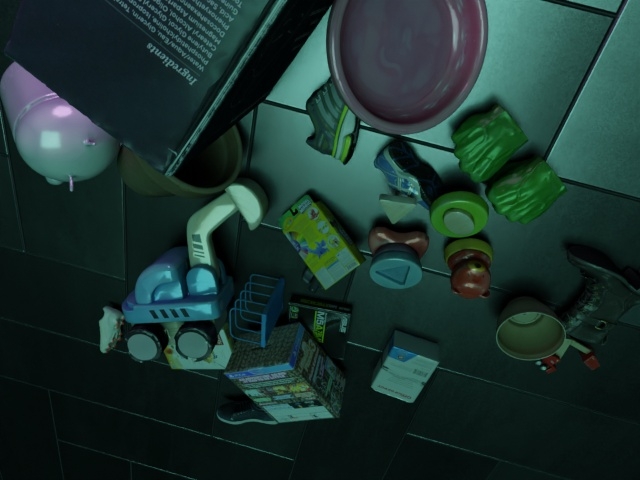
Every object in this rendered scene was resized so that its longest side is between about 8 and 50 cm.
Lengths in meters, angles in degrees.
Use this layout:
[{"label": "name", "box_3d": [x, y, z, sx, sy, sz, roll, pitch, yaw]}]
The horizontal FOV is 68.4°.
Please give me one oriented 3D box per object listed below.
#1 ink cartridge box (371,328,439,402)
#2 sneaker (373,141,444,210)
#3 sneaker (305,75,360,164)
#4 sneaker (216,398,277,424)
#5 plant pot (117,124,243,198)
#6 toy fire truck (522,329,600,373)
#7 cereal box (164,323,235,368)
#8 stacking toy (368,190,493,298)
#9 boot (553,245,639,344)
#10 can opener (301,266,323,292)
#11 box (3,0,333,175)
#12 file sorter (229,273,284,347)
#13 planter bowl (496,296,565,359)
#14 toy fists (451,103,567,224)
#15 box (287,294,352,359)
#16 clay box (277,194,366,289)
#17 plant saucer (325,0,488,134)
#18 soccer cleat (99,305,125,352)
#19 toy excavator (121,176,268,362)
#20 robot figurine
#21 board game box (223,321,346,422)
[{"label": "ink cartridge box", "box_3d": [0.248, 0.374, 1.397, 0.140, 0.082, 0.190, 20, 124, 0]}, {"label": "sneaker", "box_3d": [0.212, -0.142, 1.105, 0.211, 0.080, 0.081, 45, 146, -19]}, {"label": "sneaker", "box_3d": [0.031, -0.312, 1.010, 0.121, 0.111, 0.299, 14, 121, 8]}, {"label": "sneaker", "box_3d": [-0.245, 0.550, 1.593, 0.226, 0.086, 0.163, 0, 132, 0]}, {"label": "plant pot", "box_3d": [-0.352, -0.201, 1.089, 0.229, 0.263, 0.263, -17, 117, 39]}, {"label": "toy fire truck", "box_3d": [0.649, 0.299, 1.291, 0.192, 0.047, 0.135, 43, 119, -14]}, {"label": "cereal box", "box_3d": [-0.395, 0.344, 1.529, 0.240, 0.047, 0.173, -4, 120, 14]}, {"label": "stacking toy", "box_3d": [0.259, 0.027, 1.109, 0.309, 0.130, 0.279, 1, 140, 12]}, {"label": "boot", "box_3d": [0.666, 0.151, 1.172, 0.263, 0.091, 0.229, 27, 123, -6]}, {"label": "can opener", "box_3d": [0.010, 0.068, 1.272, 0.073, 0.059, 0.186, 29, 123, -6]}, {"label": "box", "box_3d": [-0.144, -0.430, 0.749, 0.297, 0.480, 0.472, 37, 120, -10]}, {"label": "file sorter", "box_3d": [-0.176, 0.190, 1.320, 0.105, 0.170, 0.118, 10, 122, 8]}, {"label": "planter bowl", "box_3d": [0.536, 0.215, 1.225, 0.162, 0.109, 0.162, 6, 122, 10]}, {"label": "toy fists", "box_3d": [0.401, -0.158, 1.035, 0.142, 0.096, 0.279, -40, 106, 16]}, {"label": "box", "box_3d": [-0.007, 0.261, 1.402, 0.184, 0.045, 0.190, 12, 124, 7]}, {"label": "clay box", "box_3d": [0.000, 0.000, 1.204, 0.127, 0.053, 0.222, -39, 82, 28]}, {"label": "plant saucer", "box_3d": [0.157, -0.372, 0.889, 0.332, 0.084, 0.332, -9, 114, -20]}, {"label": "soccer cleat", "box_3d": [-0.698, 0.293, 1.556, 0.076, 0.068, 0.196, 34, 121, 8]}, {"label": "toy excavator", "box_3d": [-0.335, 0.074, 1.254, 0.433, 0.222, 0.445, -5, 110, 8]}, {"label": "robot figurine", "box_3d": [-0.568, -0.268, 1.033, 0.353, 0.200, 0.300, 54, 130, 29]}, {"label": "board game box", "box_3d": [-0.097, 0.405, 1.412, 0.232, 0.141, 0.291, -16, 126, 28]}]
